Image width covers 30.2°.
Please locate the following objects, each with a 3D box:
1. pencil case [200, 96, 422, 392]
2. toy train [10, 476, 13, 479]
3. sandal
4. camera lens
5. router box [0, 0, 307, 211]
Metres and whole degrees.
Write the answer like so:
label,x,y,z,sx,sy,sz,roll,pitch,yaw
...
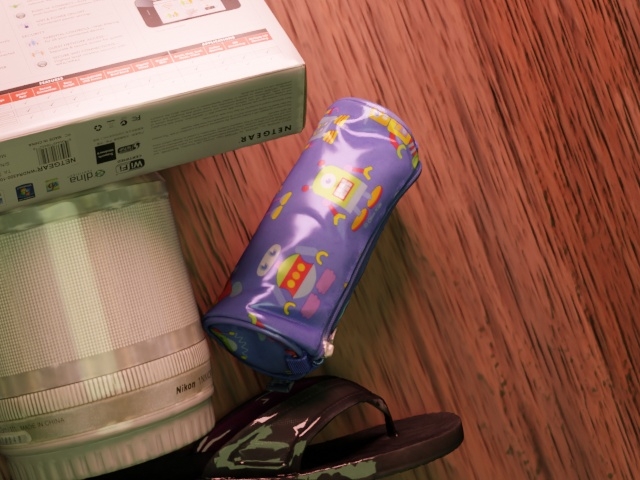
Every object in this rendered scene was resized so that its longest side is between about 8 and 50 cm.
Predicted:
label,x,y,z,sx,sy,sz,roll,pitch,yaw
pencil case,0.000,0.000,1.217,0.133,0.119,0.306,22,66,14
toy train,-0.290,0.281,1.200,0.036,0.027,0.158,-6,91,-21
sandal,-0.059,0.204,1.201,0.445,0.167,0.107,-8,91,-17
camera lens,-0.228,0.069,1.126,0.219,0.219,0.274,-14,92,-17
router box,-0.222,-0.182,1.091,0.335,0.082,0.301,-16,50,-16
